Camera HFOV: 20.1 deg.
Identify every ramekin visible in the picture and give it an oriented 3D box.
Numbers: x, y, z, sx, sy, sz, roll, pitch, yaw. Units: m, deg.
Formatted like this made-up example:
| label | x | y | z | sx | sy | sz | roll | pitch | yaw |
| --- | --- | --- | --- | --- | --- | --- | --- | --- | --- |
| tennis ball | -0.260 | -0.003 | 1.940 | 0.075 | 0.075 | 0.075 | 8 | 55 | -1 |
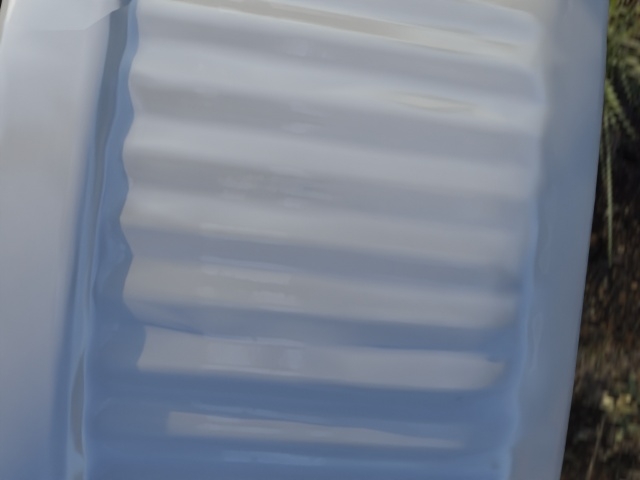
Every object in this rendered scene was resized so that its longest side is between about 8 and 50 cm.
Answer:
| label | x | y | z | sx | sy | sz | roll | pitch | yaw |
| --- | --- | --- | --- | --- | --- | --- | --- | --- | --- |
| ramekin | 0.000 | 0.000 | 0.404 | 0.109 | 0.207 | 0.207 | 7 | 105 | 4 |
